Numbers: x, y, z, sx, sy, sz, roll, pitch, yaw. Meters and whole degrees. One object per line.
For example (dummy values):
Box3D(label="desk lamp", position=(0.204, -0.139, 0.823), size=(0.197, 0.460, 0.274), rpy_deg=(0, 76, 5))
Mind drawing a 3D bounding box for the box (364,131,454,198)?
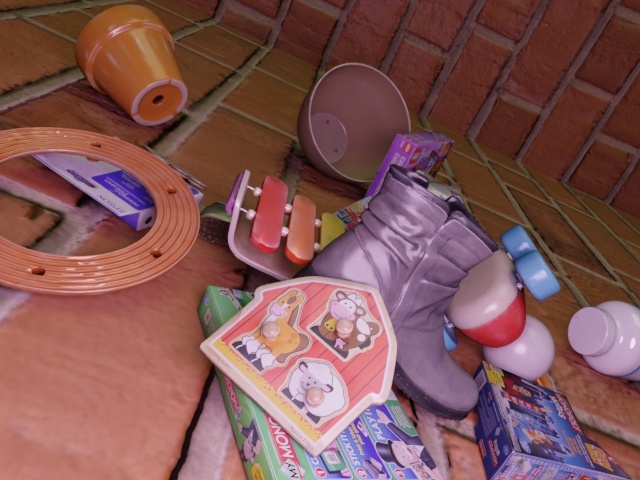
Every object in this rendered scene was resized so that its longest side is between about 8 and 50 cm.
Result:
Box3D(label="box", position=(0.213, -0.160, 1.490), size=(0.057, 0.201, 0.293), rpy_deg=(34, 24, 19))

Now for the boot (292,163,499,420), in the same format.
Box3D(label="boot", position=(0.151, 0.077, 0.796), size=(0.338, 0.223, 0.118), rpy_deg=(40, 11, -25))

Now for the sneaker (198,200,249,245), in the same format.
Box3D(label="sneaker", position=(-0.105, -0.016, 1.012), size=(0.192, 0.064, 0.086), rpy_deg=(20, 28, -7))

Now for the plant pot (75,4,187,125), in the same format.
Box3D(label="plant pot", position=(-0.380, -0.353, 1.304), size=(0.205, 0.205, 0.188), rpy_deg=(-7, 55, -53))

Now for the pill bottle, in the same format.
Box3D(label="pill bottle", position=(0.616, 0.202, 1.214), size=(0.264, 0.146, 0.146), rpy_deg=(17, 25, -24))

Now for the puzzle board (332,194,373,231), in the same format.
Box3D(label="puzzle board", position=(0.095, -0.043, 1.280), size=(0.096, 0.011, 0.128), rpy_deg=(-28, 44, -11))

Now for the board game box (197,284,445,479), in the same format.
Box3D(label="board game box", position=(-0.011, 0.176, 0.729), size=(0.213, 0.046, 0.317), rpy_deg=(13, 26, -29))

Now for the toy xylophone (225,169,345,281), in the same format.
Box3D(label="toy xylophone", position=(0.000, 0.000, 0.924), size=(0.322, 0.081, 0.236), rpy_deg=(22, 28, -19))

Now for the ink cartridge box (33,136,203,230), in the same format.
Box3D(label="ink cartridge box", position=(-0.325, -0.093, 0.970), size=(0.206, 0.045, 0.208), rpy_deg=(33, 22, 14))

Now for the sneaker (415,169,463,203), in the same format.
Box3D(label="sneaker", position=(0.247, -0.089, 1.341), size=(0.121, 0.099, 0.262), rpy_deg=(16, 15, 8))

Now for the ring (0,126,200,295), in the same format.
Box3D(label="ring", position=(-0.328, -0.045, 0.807), size=(0.336, 0.032, 0.337), rpy_deg=(15, 37, -12))

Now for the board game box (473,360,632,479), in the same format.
Box3D(label="board game box", position=(0.308, 0.274, 0.842), size=(0.194, 0.060, 0.194), rpy_deg=(25, 22, -7))

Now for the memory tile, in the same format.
Box3D(label="memory tile", position=(-0.260, -0.129, 1.087), size=(0.113, 0.012, 0.148), rpy_deg=(32, 1, -26))

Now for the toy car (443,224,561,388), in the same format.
Box3D(label="toy car", position=(0.303, 0.143, 1.013), size=(0.238, 0.219, 0.210), rpy_deg=(53, 16, -15))

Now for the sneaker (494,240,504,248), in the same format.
Box3D(label="sneaker", position=(0.283, 0.007, 1.335), size=(0.297, 0.111, 0.129), rpy_deg=(23, 18, -9))

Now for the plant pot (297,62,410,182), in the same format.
Box3D(label="plant pot", position=(0.055, -0.273, 1.536), size=(0.284, 0.284, 0.191), rpy_deg=(14, -10, -27))

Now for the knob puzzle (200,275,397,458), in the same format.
Box3D(label="knob puzzle", position=(-0.001, 0.105, 0.667), size=(0.213, 0.030, 0.213), rpy_deg=(3, 50, -3))
